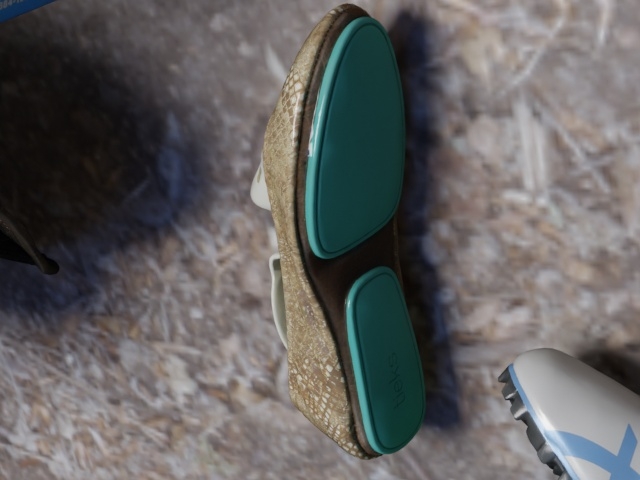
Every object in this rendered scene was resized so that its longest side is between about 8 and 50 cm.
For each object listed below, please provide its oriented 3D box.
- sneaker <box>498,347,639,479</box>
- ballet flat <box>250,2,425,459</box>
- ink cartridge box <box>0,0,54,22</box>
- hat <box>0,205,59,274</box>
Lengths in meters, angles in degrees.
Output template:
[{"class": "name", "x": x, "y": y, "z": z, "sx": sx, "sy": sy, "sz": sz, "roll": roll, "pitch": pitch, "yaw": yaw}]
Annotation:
[{"class": "sneaker", "x": 0.177, "y": 0.111, "z": 0.478, "sx": 0.237, "sy": 0.085, "sz": 0.086, "roll": 37, "pitch": 102, "yaw": 14}, {"class": "ballet flat", "x": 0.000, "y": 0.000, "z": 0.526, "sx": 0.067, "sy": 0.073, "sz": 0.206, "roll": 16, "pitch": 119, "yaw": 41}, {"class": "ink cartridge box", "x": -0.116, "y": -0.194, "z": 0.437, "sx": 0.085, "sy": 0.148, "sz": 0.203, "roll": 25, "pitch": 126, "yaw": 19}, {"class": "hat", "x": -0.291, "y": 0.005, "z": 0.543, "sx": 0.331, "sy": 0.331, "sz": 0.134, "roll": 15, "pitch": 79, "yaw": 24}]
